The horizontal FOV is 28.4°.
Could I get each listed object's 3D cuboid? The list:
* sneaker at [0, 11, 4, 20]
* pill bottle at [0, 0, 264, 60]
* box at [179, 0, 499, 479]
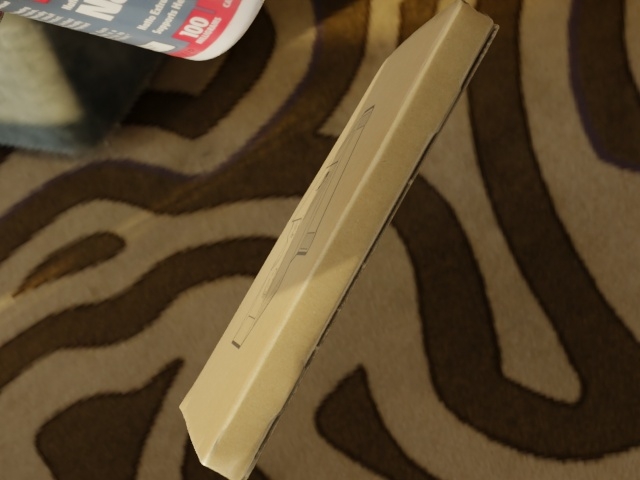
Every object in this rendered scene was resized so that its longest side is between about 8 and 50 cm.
[{"bbox_3d":[-0.342,-0.252,1.233,0.103,0.252,0.111,18,91,-10],"label":"sneaker"},{"bbox_3d":[-0.117,-0.150,0.562,0.180,0.108,0.108,10,34,-34],"label":"pill bottle"},{"bbox_3d":[0.000,0.000,0.551,0.021,0.164,0.201,30,85,-8],"label":"box"}]
